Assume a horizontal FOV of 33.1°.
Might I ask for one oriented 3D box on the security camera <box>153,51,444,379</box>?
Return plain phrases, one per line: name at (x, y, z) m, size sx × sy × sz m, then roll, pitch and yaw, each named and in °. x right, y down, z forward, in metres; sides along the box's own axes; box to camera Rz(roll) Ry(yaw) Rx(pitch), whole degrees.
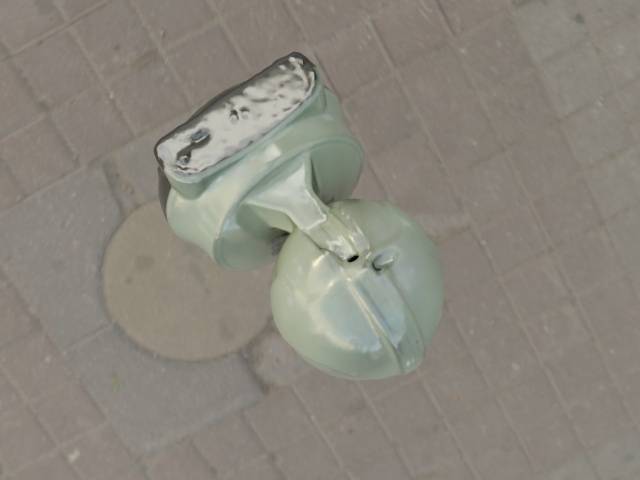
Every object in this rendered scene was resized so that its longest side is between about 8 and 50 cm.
security camera at (0.000, 0.000, 0.969) m, size 0.197 × 0.277 × 0.191 m, roll -36°, pitch 155°, yaw -11°
